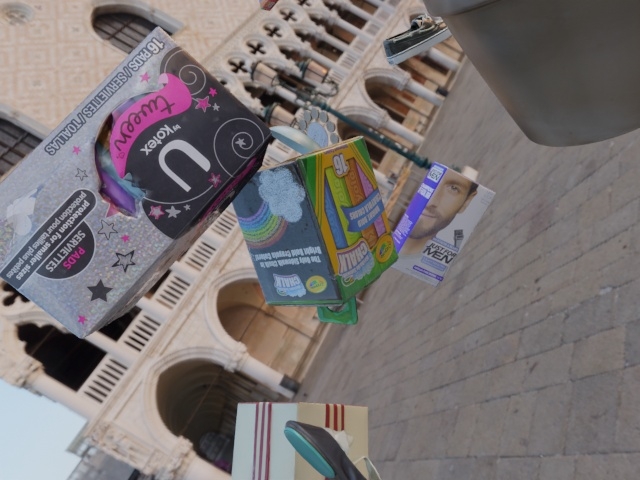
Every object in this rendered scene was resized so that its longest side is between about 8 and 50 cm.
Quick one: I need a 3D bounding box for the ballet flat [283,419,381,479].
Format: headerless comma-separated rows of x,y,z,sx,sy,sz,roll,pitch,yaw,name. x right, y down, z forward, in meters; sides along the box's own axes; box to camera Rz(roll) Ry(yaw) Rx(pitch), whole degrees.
0.032,0.317,0.613,0.074,0.203,0.074,-40,-4,-3,ballet flat

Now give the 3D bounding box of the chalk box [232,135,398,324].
0.000,0.000,0.733,0.180,0.289,0.179,-6,17,41,chalk box

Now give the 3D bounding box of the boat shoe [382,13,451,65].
0.254,-0.510,1.068,0.219,0.070,0.078,-32,27,-7,boat shoe

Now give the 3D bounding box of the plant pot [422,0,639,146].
0.310,-0.281,0.531,0.323,0.280,0.323,-25,26,13,plant pot

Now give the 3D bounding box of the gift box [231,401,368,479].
-0.065,0.488,0.943,0.255,0.276,0.258,-25,57,47,gift box

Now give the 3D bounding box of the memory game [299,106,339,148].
-0.007,-0.336,1.411,0.012,0.186,0.186,-28,-22,-37,memory game

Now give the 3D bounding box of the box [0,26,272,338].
-0.182,-0.049,0.444,0.247,0.142,0.163,-50,8,-8,box

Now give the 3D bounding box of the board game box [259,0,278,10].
-0.051,-0.586,0.830,0.027,0.145,0.281,-8,-4,-37,board game box

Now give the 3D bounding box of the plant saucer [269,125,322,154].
-0.056,-0.272,1.206,0.038,0.194,0.195,-61,-1,4,plant saucer

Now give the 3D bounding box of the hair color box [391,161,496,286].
0.356,-0.045,1.342,0.339,0.185,0.110,-63,17,13,hair color box
